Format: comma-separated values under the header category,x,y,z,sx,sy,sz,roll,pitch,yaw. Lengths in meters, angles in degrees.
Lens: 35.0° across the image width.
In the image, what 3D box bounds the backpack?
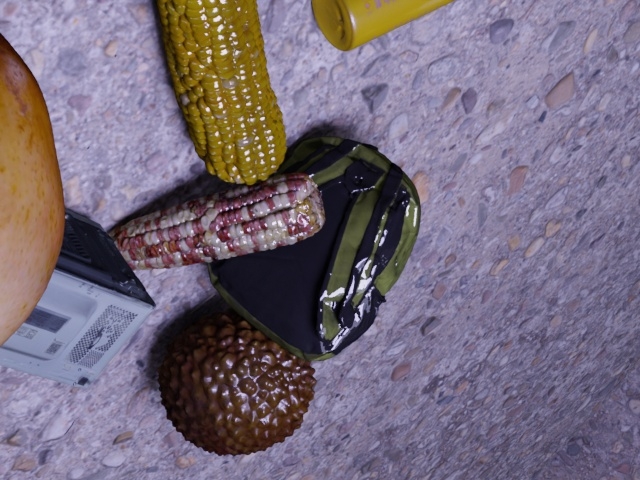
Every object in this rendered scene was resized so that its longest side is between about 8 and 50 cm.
category,x,y,z,sx,sy,sz,roll,pitch,yaw
backpack,0.000,0.000,1.172,0.253,0.207,0.140,-55,166,2

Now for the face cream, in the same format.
category,x,y,z,sx,sy,sz,roll,pitch,yaw
face cream,0.122,-0.289,1.083,0.273,0.078,0.078,-29,145,-21

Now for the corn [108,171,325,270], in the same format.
category,x,y,z,sx,sy,sz,roll,pitch,yaw
corn,-0.113,-0.017,1.090,0.237,0.080,0.079,-12,146,8

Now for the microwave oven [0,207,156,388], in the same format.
category,x,y,z,sx,sy,sz,roll,pitch,yaw
microwave oven,-0.282,0.032,0.953,0.122,0.162,0.208,-49,142,9

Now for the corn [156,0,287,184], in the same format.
category,x,y,z,sx,sy,sz,roll,pitch,yaw
corn,-0.098,-0.177,0.969,0.102,0.102,0.313,-31,141,-18

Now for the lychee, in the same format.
category,x,y,z,sx,sy,sz,roll,pitch,yaw
lychee,-0.104,0.179,1.274,0.200,0.200,0.238,-31,157,-17

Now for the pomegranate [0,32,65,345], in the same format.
category,x,y,z,sx,sy,sz,roll,pitch,yaw
pomegranate,-0.327,-0.024,0.695,0.319,0.319,0.319,-27,144,-22
